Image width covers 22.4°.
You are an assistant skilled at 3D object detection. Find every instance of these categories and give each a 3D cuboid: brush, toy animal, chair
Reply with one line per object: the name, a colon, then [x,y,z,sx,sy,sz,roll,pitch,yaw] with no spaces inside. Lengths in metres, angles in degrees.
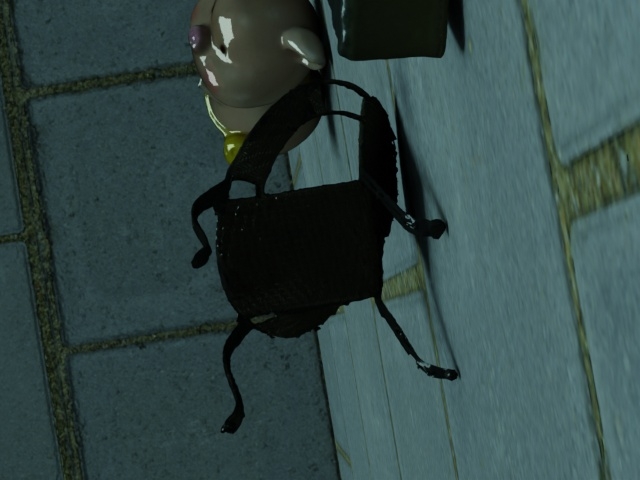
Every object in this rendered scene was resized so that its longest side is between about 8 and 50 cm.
brush: [0.021,-0.190,0.750,0.123,0.059,0.197,-106,7,-56]
toy animal: [-0.064,-0.176,1.707,0.248,0.149,0.165,100,149,-60]
chair: [0.000,0.000,1.025,0.213,0.149,0.174,-96,-3,-60]
